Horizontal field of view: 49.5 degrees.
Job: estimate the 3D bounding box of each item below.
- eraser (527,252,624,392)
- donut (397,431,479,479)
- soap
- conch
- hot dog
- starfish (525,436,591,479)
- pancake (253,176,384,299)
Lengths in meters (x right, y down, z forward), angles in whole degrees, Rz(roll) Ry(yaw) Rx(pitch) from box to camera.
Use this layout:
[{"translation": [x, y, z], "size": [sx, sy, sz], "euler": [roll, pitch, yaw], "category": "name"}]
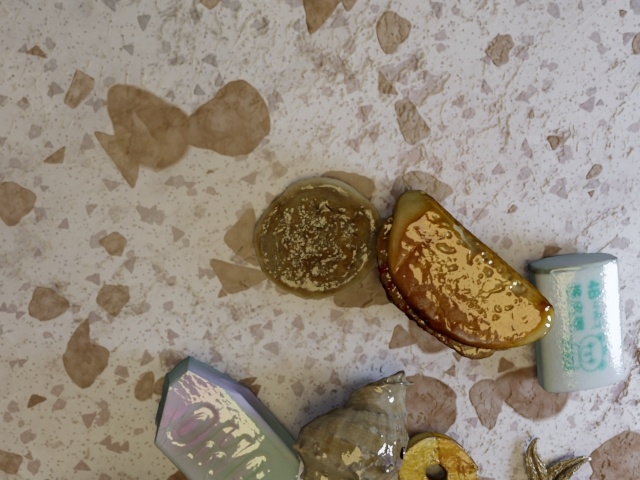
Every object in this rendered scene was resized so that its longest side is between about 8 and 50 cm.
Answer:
[{"translation": [0.564, 0.178, 1.529], "size": [0.189, 0.104, 0.290], "euler": [-10, 102, -7], "category": "eraser"}, {"translation": [0.261, 0.521, 1.580], "size": [0.190, 0.074, 0.174], "euler": [33, 97, -6], "category": "donut"}, {"translation": [-0.213, 0.420, 1.496], "size": [0.208, 0.115, 0.347], "euler": [-39, 101, 2], "category": "soap"}, {"translation": [0.096, 0.434, 1.475], "size": [0.324, 0.263, 0.186], "euler": [-34, 59, -5], "category": "conch"}, {"translation": [0.269, 0.092, 1.430], "size": [0.405, 0.185, 0.223], "euler": [42, 104, -1], "category": "hot dog"}, {"translation": [0.535, 0.571, 1.628], "size": [0.227, 0.043, 0.240], "euler": [-18, 98, -4], "category": "starfish"}, {"translation": [-0.001, -0.001, 1.473], "size": [0.282, 0.049, 0.282], "euler": [0, 102, -2], "category": "pancake"}]
